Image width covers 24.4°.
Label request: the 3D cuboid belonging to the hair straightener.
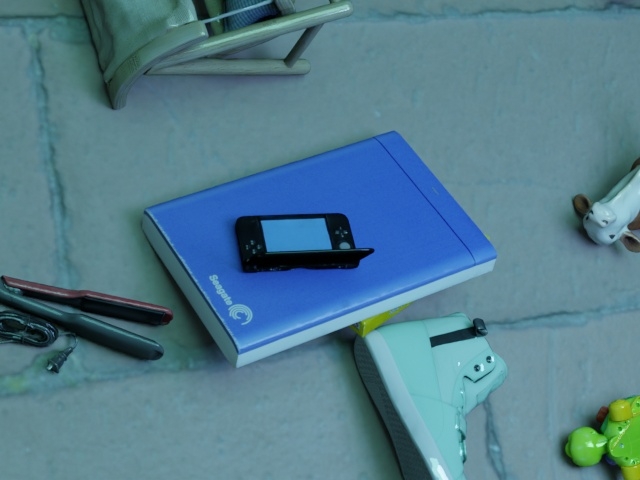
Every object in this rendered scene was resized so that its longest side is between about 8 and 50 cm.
[{"bbox_3d":[-0.266,0.084,1.475,0.230,0.047,0.089,16,62,-14],"label":"hair straightener"}]

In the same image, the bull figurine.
[{"bbox_3d":[0.452,-0.073,1.767,0.310,0.188,0.101,-1,46,-29],"label":"bull figurine"}]

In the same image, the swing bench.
[{"bbox_3d":[-0.139,-0.307,1.631,0.255,0.165,0.253,-13,73,-25],"label":"swing bench"}]

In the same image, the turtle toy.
[{"bbox_3d":[0.335,0.217,1.642,0.130,0.066,0.095,-15,97,-24],"label":"turtle toy"}]

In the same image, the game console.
[{"bbox_3d":[-0.018,-0.005,1.501,0.122,0.071,0.107,-1,48,-13],"label":"game console"}]

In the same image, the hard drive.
[{"bbox_3d":[0.000,0.000,1.578,0.319,0.040,0.210,-19,54,-26],"label":"hard drive"}]

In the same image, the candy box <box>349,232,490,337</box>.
[{"bbox_3d":[0.081,0.022,1.623,0.105,0.027,0.206,36,51,29],"label":"candy box"}]

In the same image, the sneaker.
[{"bbox_3d":[0.151,0.192,1.560,0.151,0.094,0.255,-16,72,-19],"label":"sneaker"}]
